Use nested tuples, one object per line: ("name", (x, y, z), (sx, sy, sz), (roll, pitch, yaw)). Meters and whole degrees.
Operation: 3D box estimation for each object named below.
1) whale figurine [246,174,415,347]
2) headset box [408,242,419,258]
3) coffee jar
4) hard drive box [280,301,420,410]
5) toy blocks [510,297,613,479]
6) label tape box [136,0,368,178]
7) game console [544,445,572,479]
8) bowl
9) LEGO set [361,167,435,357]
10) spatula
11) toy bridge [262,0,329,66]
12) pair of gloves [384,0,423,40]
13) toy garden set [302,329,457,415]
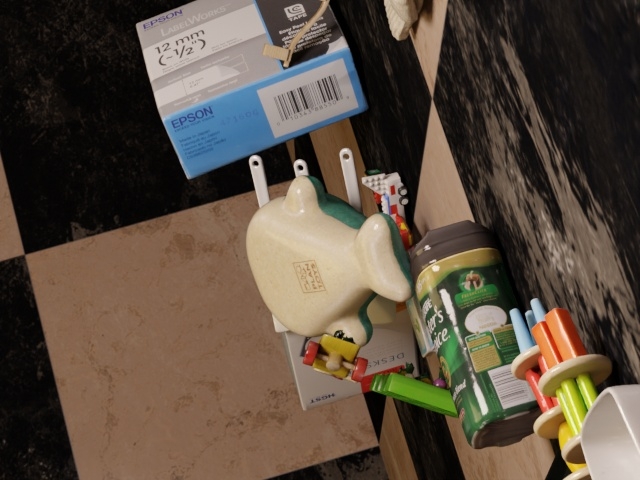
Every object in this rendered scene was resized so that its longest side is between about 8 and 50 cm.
("whale figurine", (0.031, 0.017, 1.717), (0.272, 0.141, 0.216), (-10, 103, 56))
("headset box", (0.121, 0.032, 1.581), (0.083, 0.032, 0.062), (134, 119, -84))
("coffee jar", (0.135, 0.079, 1.252), (0.096, 0.079, 0.184), (84, 170, -66))
("hard drive box", (0.036, 0.119, 2.028), (0.232, 0.181, 0.089), (78, 173, -53))
("toy blocks", (0.169, 0.093, 1.027), (0.123, 0.054, 0.148), (80, 174, -59))
("label tape box", (-0.106, -0.261, 1.925), (0.347, 0.249, 0.115), (-111, -1, -46))
("game console", (0.220, 0.215, 1.105), (0.122, 0.071, 0.107), (-114, 39, -59))
("bowl", (0.202, 0.153, 0.832), (0.142, 0.053, 0.142), (85, 170, -69))
("LEGO set", (0.092, 0.018, 1.775), (0.182, 0.060, 0.244), (112, 142, -77))
("spatula", (0.000, 0.000, 1.848), (0.019, 0.168, 0.242), (-51, -47, -63))
("toy bridge", (-0.019, -0.300, 1.752), (0.026, 0.063, 0.188), (-127, 50, -78))
("pair of gloves", (0.043, -0.303, 1.294), (0.204, 0.042, 0.240), (138, 115, -85))
("toy garden set", (0.079, 0.151, 1.681), (0.244, 0.204, 0.049), (121, 168, -84))
